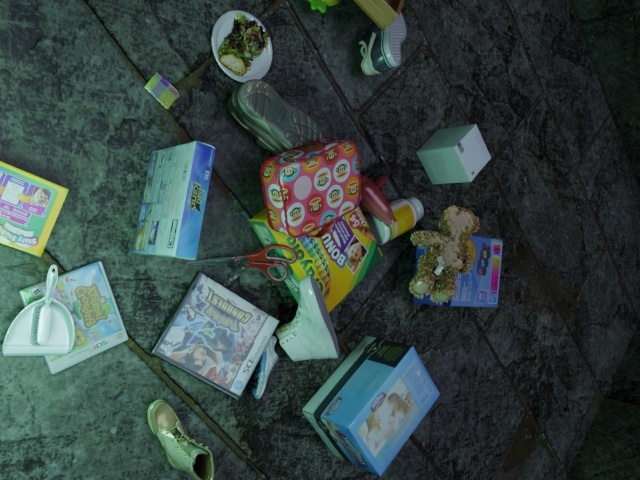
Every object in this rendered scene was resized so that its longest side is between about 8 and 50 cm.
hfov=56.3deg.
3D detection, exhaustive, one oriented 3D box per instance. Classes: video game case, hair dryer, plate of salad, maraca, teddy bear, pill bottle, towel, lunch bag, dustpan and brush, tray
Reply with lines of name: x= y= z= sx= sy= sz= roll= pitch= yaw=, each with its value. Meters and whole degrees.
video game case: x=-0.580 y=0.180 z=1.421 sx=0.193 sy=0.023 sz=0.212 roll=-24 pitch=106 yaw=-36
hair dryer: x=0.183 y=-0.180 z=1.923 sx=0.223 sy=0.080 sz=0.294 roll=4 pitch=64 yaw=-37
plate of salad: x=-0.212 y=-0.546 z=1.679 sx=0.199 sy=0.048 sz=0.200 roll=-1 pitch=91 yaw=-38
maraca: x=0.005 y=-0.760 z=1.808 sx=0.127 sy=0.099 sz=0.186 roll=42 pitch=56 yaw=-11
video game case: x=-0.278 y=0.258 z=1.623 sx=0.275 sy=0.035 sz=0.248 roll=35 pitch=70 yaw=-20
teddy bear: x=0.410 y=0.047 z=2.013 sx=0.245 sy=0.113 sz=0.338 roll=2 pitch=96 yaw=-9
pill bottle: x=0.250 y=-0.073 z=2.018 sx=0.208 sy=0.117 sz=0.118 roll=-27 pitch=107 yaw=-35
towel: x=-0.410 y=-0.387 z=1.550 sx=0.083 sy=0.009 sz=0.060 roll=43 pitch=66 yaw=-30
lunch bag: x=-0.016 y=-0.133 z=1.661 sx=0.293 sy=0.120 sz=0.258 roll=-25 pitch=119 yaw=-34
dustpan and brush: x=-0.615 y=0.157 z=1.337 sx=0.147 sy=0.060 sz=0.211 roll=8 pitch=87 yaw=-39
tray: x=0.081 y=-0.829 z=1.787 sx=0.411 sy=0.076 sz=0.203 roll=40 pitch=38 yaw=-18
video game case: x=-0.358 y=-0.093 z=1.450 sx=0.061 sy=0.244 sz=0.270 roll=14 pitch=83 yaw=-39

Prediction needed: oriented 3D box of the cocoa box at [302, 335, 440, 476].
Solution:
cocoa box: x=0.166 y=0.511 z=1.896 sx=0.347 sy=0.228 sz=0.231 roll=-44 pitch=117 yaw=-29

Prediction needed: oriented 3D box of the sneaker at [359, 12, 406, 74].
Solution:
sneaker: x=0.199 y=-0.663 z=1.970 sx=0.126 sy=0.127 sz=0.321 roll=50 pitch=38 yaw=-32

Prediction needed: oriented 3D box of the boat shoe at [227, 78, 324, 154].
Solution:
boat shoe: x=-0.119 y=-0.319 z=1.711 sx=0.355 sy=0.130 sz=0.132 roll=42 pitch=61 yaw=-34

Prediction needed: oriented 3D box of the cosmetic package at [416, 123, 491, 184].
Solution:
cosmetic package: x=0.478 y=-0.307 z=2.151 sx=0.151 sy=0.183 sz=0.151 roll=-47 pitch=118 yaw=-28

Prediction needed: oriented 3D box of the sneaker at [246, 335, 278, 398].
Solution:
sneaker: x=-0.159 y=0.364 z=1.737 sx=0.083 sy=0.071 sz=0.191 roll=14 pitch=83 yaw=-44

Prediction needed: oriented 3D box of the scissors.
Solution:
scissors: x=-0.210 y=0.045 z=1.651 sx=0.297 sy=0.021 sz=0.109 roll=12 pitch=105 yaw=-19

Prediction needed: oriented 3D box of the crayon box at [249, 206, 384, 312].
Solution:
crayon box: x=0.000 y=0.000 z=1.827 sx=0.313 sy=0.106 sz=0.363 roll=-43 pitch=116 yaw=-30

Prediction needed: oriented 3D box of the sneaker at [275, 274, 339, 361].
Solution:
sneaker: x=-0.059 y=0.239 z=1.733 sx=0.108 sy=0.169 sz=0.293 roll=-84 pitch=160 yaw=-60

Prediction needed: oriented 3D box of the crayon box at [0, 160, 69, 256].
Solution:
crayon box: x=-0.707 y=-0.088 z=1.274 sx=0.278 sy=0.081 sz=0.165 roll=27 pitch=75 yaw=-36

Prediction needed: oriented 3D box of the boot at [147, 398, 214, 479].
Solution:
boot: x=-0.352 y=0.510 z=1.521 sx=0.077 sy=0.165 sz=0.213 roll=-30 pitch=111 yaw=-35

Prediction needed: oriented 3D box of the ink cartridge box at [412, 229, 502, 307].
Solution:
ink cartridge box: x=0.485 y=0.106 z=2.196 sx=0.395 sy=0.151 sz=0.270 roll=6 pitch=87 yaw=-37
